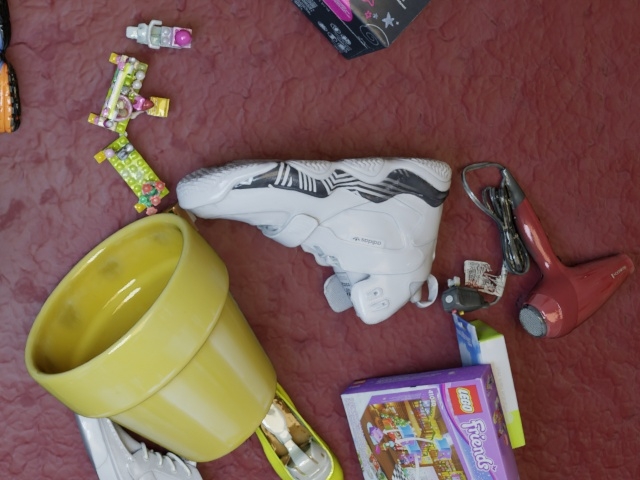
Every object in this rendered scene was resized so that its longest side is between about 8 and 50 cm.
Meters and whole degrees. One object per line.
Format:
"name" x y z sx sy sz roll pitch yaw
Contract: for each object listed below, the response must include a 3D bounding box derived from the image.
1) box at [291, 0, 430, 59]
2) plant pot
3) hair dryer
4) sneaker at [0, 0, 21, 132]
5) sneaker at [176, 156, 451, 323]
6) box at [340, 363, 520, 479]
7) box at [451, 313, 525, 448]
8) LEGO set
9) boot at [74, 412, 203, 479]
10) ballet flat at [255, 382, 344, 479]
"box" 0.019 -0.366 1.319 0.247 0.163 0.142 45 81 -15
"plant pot" -0.184 0.136 1.294 0.254 0.254 0.239 -44 119 -6
"hair dryer" 0.315 0.023 1.474 0.293 0.080 0.223 16 83 -23
"sneaker" -0.415 -0.235 1.269 0.087 0.083 0.221 -6 96 -8
"sneaker" 0.000 0.000 1.359 0.366 0.137 0.210 -3 95 -22
"box" 0.163 0.320 1.433 0.201 0.057 0.293 -10 101 25
"box" 0.228 0.187 1.461 0.042 0.109 0.178 -14 99 -8
"LEGO set" -0.217 -0.127 1.314 0.132 0.107 0.287 -4 97 -14
"boot" -0.224 0.293 1.378 0.123 0.095 0.258 -24 110 -16
"ballet flat" -0.041 0.268 1.419 0.077 0.077 0.231 -37 104 -8
